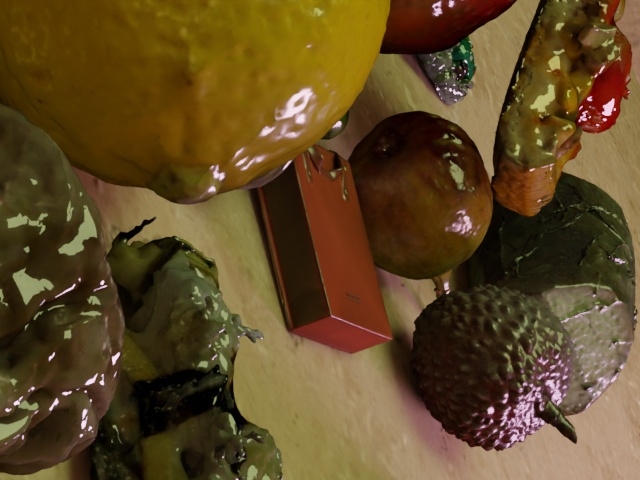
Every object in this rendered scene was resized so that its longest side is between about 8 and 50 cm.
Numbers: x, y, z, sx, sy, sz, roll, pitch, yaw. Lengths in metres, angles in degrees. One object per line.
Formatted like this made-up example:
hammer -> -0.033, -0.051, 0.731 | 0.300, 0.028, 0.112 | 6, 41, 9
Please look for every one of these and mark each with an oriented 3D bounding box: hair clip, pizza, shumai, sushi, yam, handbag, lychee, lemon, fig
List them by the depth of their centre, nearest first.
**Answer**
shumai -> -0.193, 0.045, 0.877 | 0.185, 0.184, 0.218 | -101, -163, -69
sushi -> -0.084, 0.126, 1.145 | 0.139, 0.131, 0.291 | 38, 26, -47
lemon -> -0.104, -0.198, 1.220 | 0.336, 0.336, 0.336 | 49, 26, -35
handbag -> 0.000, 0.000, 1.566 | 0.127, 0.063, 0.190 | 25, 47, -58
lychee -> 0.178, 0.129, 1.685 | 0.197, 0.165, 0.165 | 37, 9, 27
fig -> 0.102, -0.006, 1.730 | 0.159, 0.159, 0.257 | -92, 170, -46
pizza -> 0.280, -0.220, 1.807 | 0.130, 0.406, 0.440 | 19, 8, 4
yam -> 0.265, 0.057, 1.950 | 0.202, 0.201, 0.271 | 55, 30, -20
hair clip -> 0.121, -0.304, 2.130 | 0.321, 0.091, 0.138 | 41, 34, -43

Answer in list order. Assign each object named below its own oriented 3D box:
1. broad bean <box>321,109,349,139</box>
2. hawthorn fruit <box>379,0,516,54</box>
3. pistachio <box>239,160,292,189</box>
broad bean -> -0.006, -0.128, 1.585 | 0.254, 0.046, 0.065 | -143, -127, -81
hawthorn fruit -> 0.059, -0.390, 1.661 | 0.403, 0.403, 0.403 | 49, 26, -35
pistachio -> -0.055, -0.185, 1.453 | 0.166, 0.197, 0.288 | 30, 51, -50
